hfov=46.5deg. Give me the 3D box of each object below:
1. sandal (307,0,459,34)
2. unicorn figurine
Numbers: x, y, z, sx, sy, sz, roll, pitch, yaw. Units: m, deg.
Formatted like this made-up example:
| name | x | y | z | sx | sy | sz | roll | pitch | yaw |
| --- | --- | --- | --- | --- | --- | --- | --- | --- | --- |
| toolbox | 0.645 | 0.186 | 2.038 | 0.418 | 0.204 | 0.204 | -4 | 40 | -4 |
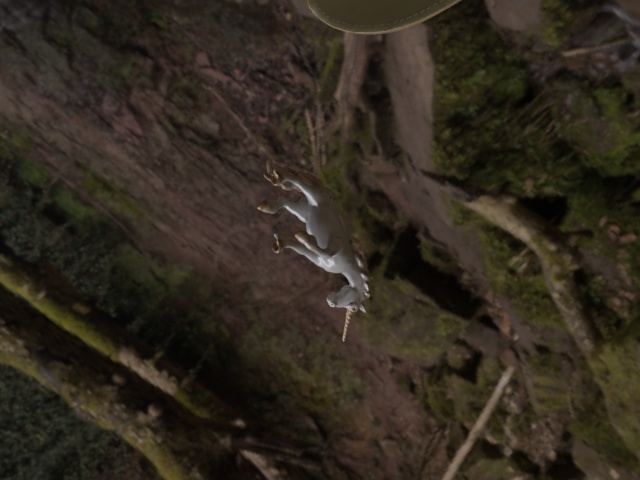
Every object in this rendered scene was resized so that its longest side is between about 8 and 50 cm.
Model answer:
| name | x | y | z | sx | sy | sz | roll | pitch | yaw |
| --- | --- | --- | --- | --- | --- | --- | --- | --- | --- |
| sandal | 0.111 | -0.240 | 0.656 | 0.079 | 0.240 | 0.088 | -20 | -87 | -67 |
| unicorn figurine | 0.000 | 0.000 | 0.681 | 0.111 | 0.060 | 0.162 | 18 | -121 | -45 |
